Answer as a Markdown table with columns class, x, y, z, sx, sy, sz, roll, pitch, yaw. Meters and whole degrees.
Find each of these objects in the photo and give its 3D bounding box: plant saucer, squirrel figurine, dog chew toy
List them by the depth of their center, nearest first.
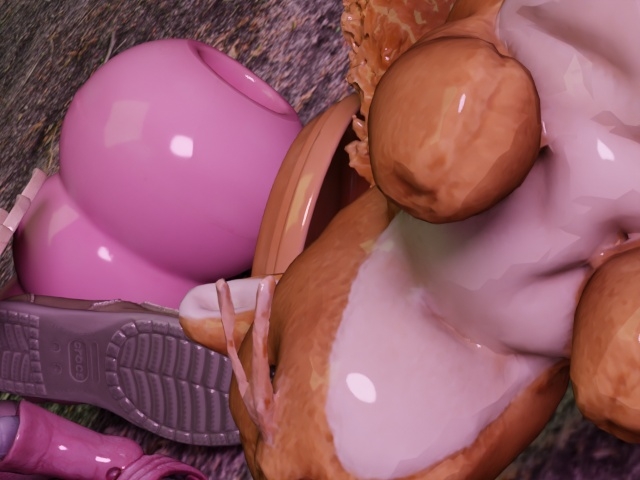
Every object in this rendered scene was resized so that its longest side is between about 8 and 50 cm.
| class | x | y | z | sx | sy | sz | roll | pitch | yaw |
| --- | --- | --- | --- | --- | --- | --- | --- | --- | --- |
| squirrel figurine | 0.108 | -0.033 | 0.596 | 0.370 | 0.281 | 0.397 | -54 | 7 | 24 |
| plant saucer | 0.000 | 0.000 | 0.818 | 0.037 | 0.200 | 0.200 | 15 | 62 | 15 |
| dog chew toy | -0.156 | 0.000 | 1.043 | 0.332 | 0.206 | 0.207 | -54 | 26 | 15 |

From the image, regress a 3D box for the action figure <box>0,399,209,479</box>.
| class | x | y | z | sx | sy | sz | roll | pitch | yaw |
| --- | --- | --- | --- | --- | --- | --- | --- | --- | --- |
| action figure | -0.167 | 0.223 | 0.861 | 0.370 | 0.248 | 0.275 | -18 | 2 | 33 |

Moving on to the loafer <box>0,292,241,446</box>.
| class | x | y | z | sx | sy | sz | roll | pitch | yaw |
| --- | --- | --- | --- | --- | --- | --- | --- | --- | --- |
| loafer | -0.133 | 0.079 | 0.919 | 0.087 | 0.251 | 0.094 | -42 | -38 | -66 |

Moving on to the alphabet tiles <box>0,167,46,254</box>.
| class | x | y | z | sx | sy | sz | roll | pitch | yaw |
| --- | --- | --- | --- | --- | --- | --- | --- | --- | --- |
| alphabet tiles | -0.286 | 0.080 | 0.902 | 0.278 | 0.021 | 0.284 | -53 | 13 | 18 |
